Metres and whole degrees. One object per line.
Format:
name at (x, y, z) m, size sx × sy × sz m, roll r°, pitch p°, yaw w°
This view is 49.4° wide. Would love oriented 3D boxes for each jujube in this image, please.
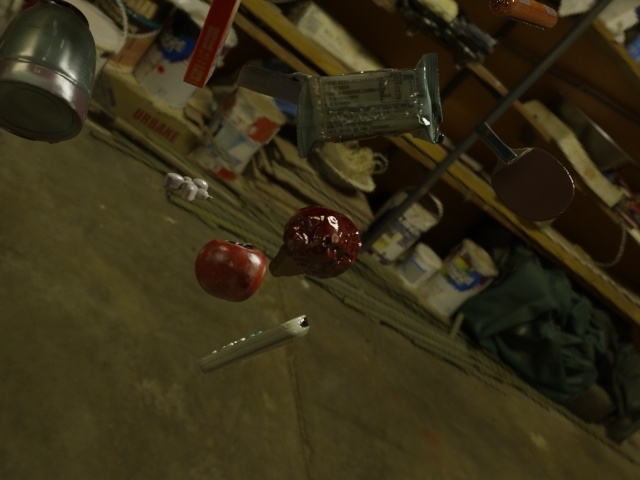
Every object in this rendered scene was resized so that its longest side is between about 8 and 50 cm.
jujube at (0.000, 0.000, 1.462) m, size 0.155 × 0.155 × 0.230 m, roll 51°, pitch 3°, yaw 18°

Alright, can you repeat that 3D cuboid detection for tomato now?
tomato at (-0.222, 0.073, 1.723) m, size 0.187 × 0.151 × 0.187 m, roll 14°, pitch 7°, yaw -2°

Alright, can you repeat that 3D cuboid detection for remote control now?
remote control at (-0.118, 0.187, 1.228) m, size 0.042 × 0.221 × 0.078 m, roll 68°, pitch 18°, yaw 7°

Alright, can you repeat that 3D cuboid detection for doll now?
doll at (-0.417, -0.169, 2.216) m, size 0.161 × 0.059 × 0.160 m, roll 31°, pitch 13°, yaw 31°

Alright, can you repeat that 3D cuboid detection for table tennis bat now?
table tennis bat at (0.435, -0.158, 1.534) m, size 0.274 × 0.154 × 0.021 m, roll 53°, pitch -5°, yaw 22°

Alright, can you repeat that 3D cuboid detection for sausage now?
sausage at (0.446, -0.500, 1.515) m, size 0.053 × 0.053 × 0.348 m, roll 51°, pitch 33°, yaw 18°

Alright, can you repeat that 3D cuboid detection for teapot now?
teapot at (-0.634, -0.400, 1.662) m, size 0.315 × 0.233 × 0.312 m, roll 87°, pitch 9°, yaw -63°

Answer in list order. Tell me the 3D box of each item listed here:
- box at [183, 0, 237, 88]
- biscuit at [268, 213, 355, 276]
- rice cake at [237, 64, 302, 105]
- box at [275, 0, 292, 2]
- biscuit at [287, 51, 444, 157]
box at (-0.197, -0.450, 1.390) m, size 0.048 × 0.273 × 0.265 m, roll 21°, pitch 15°, yaw -11°
biscuit at (-0.021, 0.013, 2.085) m, size 0.273 × 0.257 × 0.049 m, roll -9°, pitch 56°, yaw -45°
rice cake at (-0.096, -0.416, 1.912) m, size 0.399 × 0.070 × 0.064 m, roll 27°, pitch 3°, yaw 42°
box at (-0.127, -0.775, 1.768) m, size 0.349 × 0.319 × 0.256 m, roll -10°, pitch 98°, yaw -52°
biscuit at (0.098, -0.270, 1.418) m, size 0.079 × 0.309 × 0.186 m, roll -143°, pitch -136°, yaw -77°
